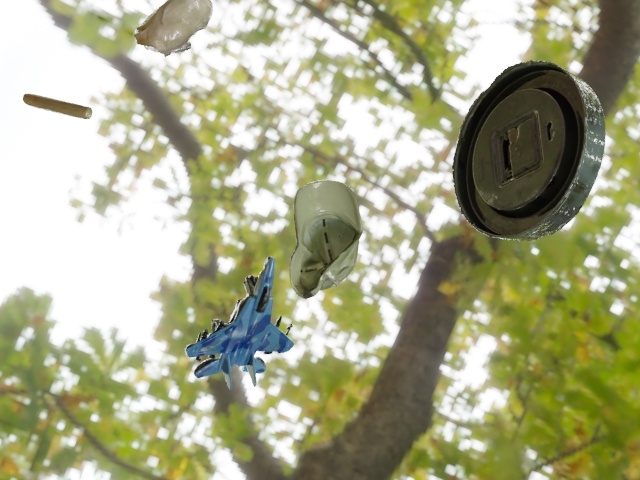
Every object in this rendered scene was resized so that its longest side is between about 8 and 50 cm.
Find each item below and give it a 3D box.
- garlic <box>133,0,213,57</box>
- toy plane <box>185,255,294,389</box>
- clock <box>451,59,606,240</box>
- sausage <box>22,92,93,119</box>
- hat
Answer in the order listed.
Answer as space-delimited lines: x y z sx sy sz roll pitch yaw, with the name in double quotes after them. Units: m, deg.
-0.191 -0.309 1.733 0.152 0.066 0.084 -40 -141 -27 "garlic"
-0.104 0.111 1.824 0.078 0.169 0.246 -122 -142 -48 "toy plane"
0.312 -0.134 1.912 0.281 0.055 0.280 -24 -121 47 "clock"
-0.427 -0.217 2.046 0.132 0.024 0.024 14 -104 22 "sausage"
0.000 -0.005 1.877 0.081 0.122 0.166 -169 -113 -79 "hat"
